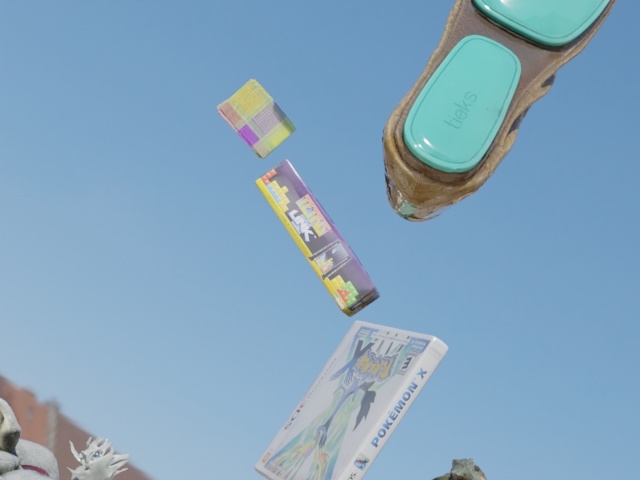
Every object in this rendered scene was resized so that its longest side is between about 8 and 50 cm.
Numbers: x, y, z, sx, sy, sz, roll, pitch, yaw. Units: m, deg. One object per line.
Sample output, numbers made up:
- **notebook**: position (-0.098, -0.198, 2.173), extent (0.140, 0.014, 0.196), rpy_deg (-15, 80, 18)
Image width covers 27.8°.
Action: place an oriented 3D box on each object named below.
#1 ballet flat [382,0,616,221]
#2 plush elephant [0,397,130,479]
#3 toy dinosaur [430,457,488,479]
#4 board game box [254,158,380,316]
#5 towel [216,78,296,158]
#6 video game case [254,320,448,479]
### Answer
- **ballet flat**: position (0.145, -0.141, 1.069), extent (0.116, 0.342, 0.124), rpy_deg (30, -31, 4)
- **plush elephant**: position (-0.440, 0.370, 1.803), extent (0.272, 0.330, 0.255), rpy_deg (57, -20, -17)
- **toy dinosaur**: position (0.123, 0.286, 1.257), extent (0.118, 0.064, 0.268), rpy_deg (43, -39, 1)
- **board game box**: position (0.000, 0.000, 1.435), extent (0.170, 0.048, 0.141), rpy_deg (56, 0, 7)
- **towel**: position (-0.075, -0.144, 1.520), extent (0.083, 0.060, 0.009), rpy_deg (48, -9, 1)
- **video game case**: position (0.038, 0.261, 1.973), extent (0.036, 0.300, 0.329), rpy_deg (38, -11, -16)
